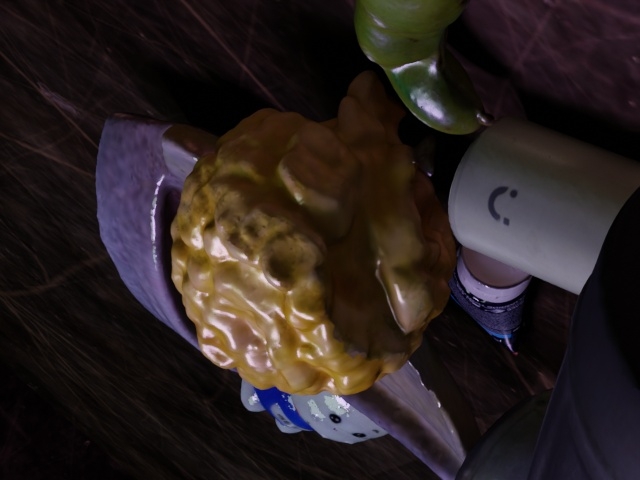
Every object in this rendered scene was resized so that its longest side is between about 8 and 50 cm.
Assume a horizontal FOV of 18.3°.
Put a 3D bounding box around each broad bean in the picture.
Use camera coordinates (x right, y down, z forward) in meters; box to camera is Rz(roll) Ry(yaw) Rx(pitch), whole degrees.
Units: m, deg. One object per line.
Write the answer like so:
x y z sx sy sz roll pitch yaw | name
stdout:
0.042 -0.115 0.898 0.070 0.048 0.214 32 164 25 | broad bean

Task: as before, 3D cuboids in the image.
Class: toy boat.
-0.029 0.019 1.314 0.293 0.111 0.276 16 146 47 | toy boat

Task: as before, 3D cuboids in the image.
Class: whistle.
-0.005 0.105 1.541 0.110 0.092 0.244 34 167 -31 | whistle

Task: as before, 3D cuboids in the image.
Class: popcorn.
0.000 0.000 1.091 0.170 0.180 0.180 -17 136 22 | popcorn

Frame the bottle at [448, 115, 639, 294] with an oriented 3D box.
0.159 0.003 0.940 0.201 0.072 0.072 24 160 38 | bottle

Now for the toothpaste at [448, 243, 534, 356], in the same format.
0.099 0.027 1.199 0.071 0.045 0.193 43 171 11 | toothpaste

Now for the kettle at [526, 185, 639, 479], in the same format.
0.218 0.145 0.817 0.324 0.320 0.228 103 151 -42 | kettle

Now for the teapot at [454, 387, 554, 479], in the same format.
0.213 0.185 1.147 0.337 0.200 0.270 19 144 52 | teapot
